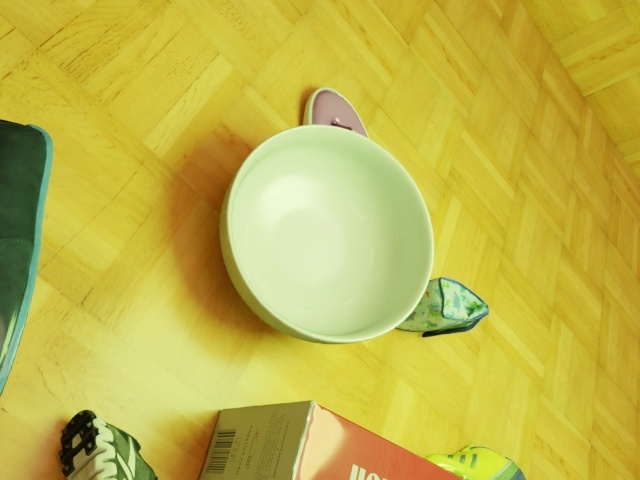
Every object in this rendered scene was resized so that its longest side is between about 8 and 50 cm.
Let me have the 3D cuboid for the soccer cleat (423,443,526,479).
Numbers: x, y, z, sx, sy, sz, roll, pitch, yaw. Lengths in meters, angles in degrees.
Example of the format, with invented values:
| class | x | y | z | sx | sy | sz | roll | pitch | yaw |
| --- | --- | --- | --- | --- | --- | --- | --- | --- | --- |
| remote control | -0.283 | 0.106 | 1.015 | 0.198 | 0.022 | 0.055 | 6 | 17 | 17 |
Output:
| class | x | y | z | sx | sy | sz | roll | pitch | yaw |
| --- | --- | --- | --- | --- | --- | --- | --- | --- | --- |
| soccer cleat | 0.280 | 0.439 | 1.098 | 0.289 | 0.093 | 0.121 | 24 | 29 | -30 |

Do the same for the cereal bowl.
| class | x | y | z | sx | sy | sz | roll | pitch | yaw |
| --- | --- | --- | --- | --- | --- | --- | --- | --- | --- |
| cereal bowl | 0.000 | 0.000 | 0.911 | 0.339 | 0.141 | 0.339 | 7 | 73 | -22 |

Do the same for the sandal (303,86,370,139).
| class | x | y | z | sx | sy | sz | roll | pitch | yaw |
| --- | --- | --- | --- | --- | --- | --- | --- | --- | --- |
| sandal | 0.077 | -0.099 | 1.076 | 0.169 | 0.102 | 0.416 | -1 | 75 | -44 |

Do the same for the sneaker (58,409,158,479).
| class | x | y | z | sx | sy | sz | roll | pitch | yaw |
| --- | --- | --- | --- | --- | --- | --- | --- | --- | --- |
| sneaker | -0.214 | 0.290 | 0.621 | 0.106 | 0.078 | 0.234 | 38 | 12 | -41 |

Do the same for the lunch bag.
| class | x | y | z | sx | sy | sz | roll | pitch | yaw |
| --- | --- | --- | --- | --- | --- | --- | --- | --- | --- |
| lunch bag | 0.230 | 0.134 | 1.114 | 0.151 | 0.129 | 0.096 | 15 | 66 | -41 |

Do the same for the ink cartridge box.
| class | x | y | z | sx | sy | sz | roll | pitch | yaw |
| --- | --- | --- | --- | --- | --- | --- | --- | --- | --- |
| ink cartridge box | 0.043 | 0.330 | 0.766 | 0.309 | 0.272 | 0.130 | 35 | 54 | -30 |

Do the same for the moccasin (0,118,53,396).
| class | x | y | z | sx | sy | sz | roll | pitch | yaw |
| --- | --- | --- | --- | --- | --- | --- | --- | --- | --- |
| moccasin | -0.371 | 0.020 | 0.614 | 0.117 | 0.138 | 0.342 | 15 | 51 | -34 |
